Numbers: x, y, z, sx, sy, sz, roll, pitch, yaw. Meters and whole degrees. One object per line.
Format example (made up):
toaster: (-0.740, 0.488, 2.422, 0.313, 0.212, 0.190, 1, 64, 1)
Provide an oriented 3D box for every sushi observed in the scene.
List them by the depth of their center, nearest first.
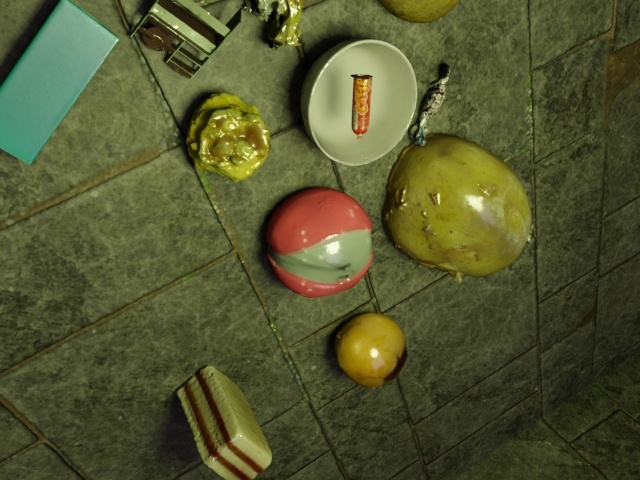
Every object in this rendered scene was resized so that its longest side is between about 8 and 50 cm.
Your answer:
sushi: (-0.097, -0.528, 1.041, 0.131, 0.139, 0.290, -13, 124, -13)

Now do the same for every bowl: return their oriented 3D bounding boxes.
bowl: (0.072, -0.336, 1.238, 0.287, 0.144, 0.286, -13, 122, -22)

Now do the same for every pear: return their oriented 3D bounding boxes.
pear: (0.219, -0.579, 1.136, 0.229, 0.211, 0.188, 28, 99, -38)

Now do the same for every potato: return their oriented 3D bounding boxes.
potato: (0.409, -0.067, 1.480, 0.442, 0.319, 0.385, 37, 95, -36)

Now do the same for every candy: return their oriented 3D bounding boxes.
candy: (0.302, -0.362, 1.393, 0.051, 0.094, 0.226, 16, 103, -16)
candy: (-0.264, 0.498, 1.425, 0.135, 0.321, 0.179, -41, 125, -7)

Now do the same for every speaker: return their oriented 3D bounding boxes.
speaker: (0.000, 0.000, 1.373, 0.295, 0.294, 0.294, -14, 123, -22)

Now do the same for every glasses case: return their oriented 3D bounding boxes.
glasses case: (-0.517, -0.300, 0.985, 0.117, 0.070, 0.301, 36, 98, -32)

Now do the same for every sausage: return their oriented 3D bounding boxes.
sausage: (0.088, -0.293, 1.154, 0.050, 0.048, 0.145, -10, 124, -18)

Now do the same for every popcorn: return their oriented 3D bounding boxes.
popcorn: (-0.201, -0.219, 1.150, 0.198, 0.155, 0.197, -12, 132, -13)

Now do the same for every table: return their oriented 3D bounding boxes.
table: (-0.269, -0.432, 1.039, 0.175, 0.062, 0.146, -32, 136, 33)

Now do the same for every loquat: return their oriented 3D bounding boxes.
loquat: (0.157, 0.338, 1.622, 0.235, 0.235, 0.234, -14, 123, -22)
